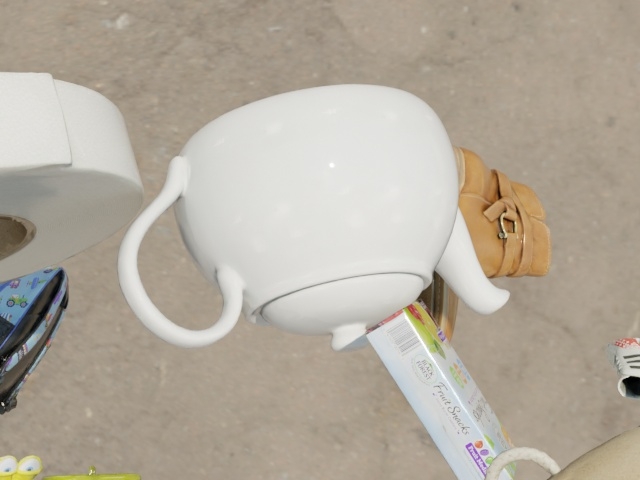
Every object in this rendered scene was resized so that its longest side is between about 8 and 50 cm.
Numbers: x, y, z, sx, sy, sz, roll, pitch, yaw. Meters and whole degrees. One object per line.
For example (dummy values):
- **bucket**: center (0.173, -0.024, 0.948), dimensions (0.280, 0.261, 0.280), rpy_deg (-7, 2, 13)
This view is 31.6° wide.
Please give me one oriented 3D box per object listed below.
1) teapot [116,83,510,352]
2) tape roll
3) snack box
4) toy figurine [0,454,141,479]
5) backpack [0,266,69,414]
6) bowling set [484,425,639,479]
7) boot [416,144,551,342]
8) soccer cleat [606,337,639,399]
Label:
- **teapot**: center (0.000, 0.000, 0.920), dimensions (0.252, 0.256, 0.187), rpy_deg (36, 41, -68)
- **tape roll**: center (-0.326, -0.016, 0.859), dimensions (0.392, 0.392, 0.072), rpy_deg (-10, 79, -32)
- **snack box**: center (0.092, 0.113, 0.830), dimensions (0.037, 0.100, 0.141), rpy_deg (-33, 84, 12)
- **toy figurine**: center (-0.358, 0.367, 1.249), dimensions (0.362, 0.191, 0.217), rpy_deg (17, 56, -53)
- **backpack**: center (-0.372, 0.094, 1.319), dimensions (0.117, 0.158, 0.173), rpy_deg (29, 68, 4)
- **bowling set**: center (0.112, 0.221, 0.372), dimensions (0.287, 0.154, 0.200), rpy_deg (59, 22, 1)
- **boot**: center (0.181, 0.023, 1.348), dimensions (0.220, 0.109, 0.283), rpy_deg (19, 53, -35)
- **soccer cleat**: center (0.199, 0.084, 0.720), dimensions (0.036, 0.083, 0.029), rpy_deg (-22, 108, -12)
